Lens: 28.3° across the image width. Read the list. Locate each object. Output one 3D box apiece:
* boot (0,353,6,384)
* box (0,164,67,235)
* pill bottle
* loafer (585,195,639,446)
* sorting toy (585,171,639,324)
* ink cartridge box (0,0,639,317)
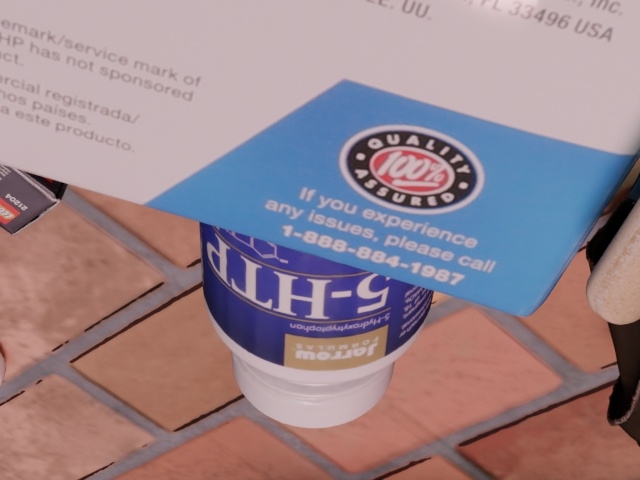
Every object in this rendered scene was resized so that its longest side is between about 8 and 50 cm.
[{"bbox_3d":[-0.291,0.102,0.775,0.190,0.086,0.069,-2,136,15],"label":"boot"},{"bbox_3d":[-0.178,-0.106,0.509,0.036,0.114,0.207,-30,124,36],"label":"box"},{"bbox_3d":[0.000,0.000,0.584,0.112,0.112,0.187,8,137,5],"label":"pill bottle"},{"bbox_3d":[0.164,0.013,0.597,0.078,0.080,0.220,15,133,11],"label":"loafer"},{"bbox_3d":[0.158,-0.092,0.399,0.038,0.208,0.193,34,139,12],"label":"sorting toy"},{"bbox_3d":[0.003,-0.189,0.340,0.285,0.166,0.395,17,137,-5],"label":"ink cartridge box"}]
